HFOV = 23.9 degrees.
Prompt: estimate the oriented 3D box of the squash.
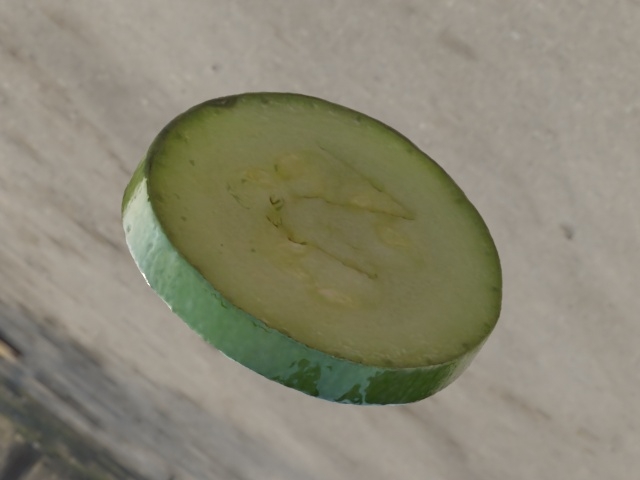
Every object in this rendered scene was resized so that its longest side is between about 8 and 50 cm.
[{"bbox_3d":[0.000,0.000,0.978,0.252,0.252,0.049,35,127,8],"label":"squash"}]
